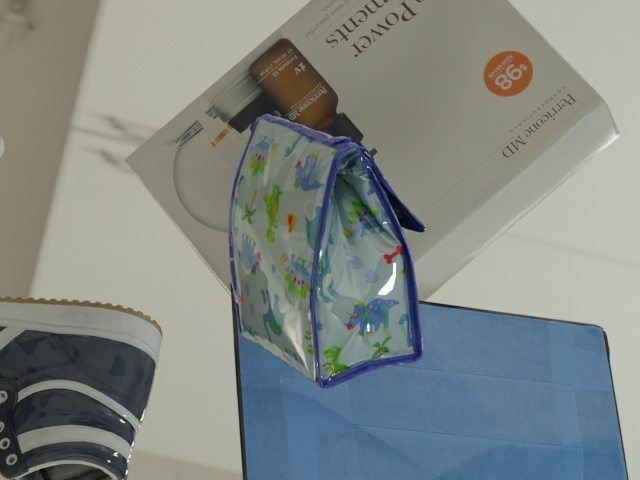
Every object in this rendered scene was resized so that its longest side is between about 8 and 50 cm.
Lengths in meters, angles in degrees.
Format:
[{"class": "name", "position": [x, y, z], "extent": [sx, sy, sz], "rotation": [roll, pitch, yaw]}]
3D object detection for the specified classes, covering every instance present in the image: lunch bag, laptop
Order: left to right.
[{"class": "lunch bag", "position": [0.000, 0.000, 1.203], "extent": [0.129, 0.096, 0.151], "rotation": [24, -54, 59]}, {"class": "laptop", "position": [0.155, 0.201, 1.471], "extent": [0.408, 0.382, 0.236], "rotation": [22, -77, 63]}]

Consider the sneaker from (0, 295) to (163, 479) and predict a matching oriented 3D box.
[{"class": "sneaker", "position": [-0.264, 0.124, 1.382], "extent": [0.099, 0.282, 0.153], "rotation": [80, 12, -58]}]

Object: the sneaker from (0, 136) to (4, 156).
[{"class": "sneaker", "position": [-0.312, -0.090, 1.435], "extent": [0.070, 0.134, 0.051], "rotation": [90, 8, -47]}]

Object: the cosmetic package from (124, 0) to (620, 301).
[{"class": "cosmetic package", "position": [0.045, -0.087, 1.766], "extent": [0.377, 0.284, 0.097], "rotation": [-41, 156, 1]}]
